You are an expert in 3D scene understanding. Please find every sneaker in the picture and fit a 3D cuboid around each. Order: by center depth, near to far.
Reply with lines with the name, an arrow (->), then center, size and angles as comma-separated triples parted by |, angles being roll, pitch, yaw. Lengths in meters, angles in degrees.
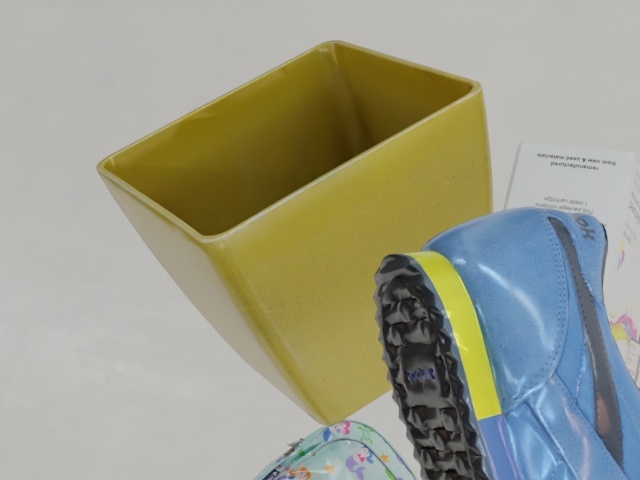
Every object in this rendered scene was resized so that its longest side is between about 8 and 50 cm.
sneaker -> 0.079, 0.093, 0.402 | 0.082, 0.069, 0.209 | -13, 92, -21

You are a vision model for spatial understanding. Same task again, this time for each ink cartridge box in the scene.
ink cartridge box -> 0.234, 0.075, 1.256 | 0.117, 0.201, 0.278 | 8, 74, 27

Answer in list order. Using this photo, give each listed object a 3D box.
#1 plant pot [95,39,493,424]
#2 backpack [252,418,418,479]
plant pot -> 0.000, 0.000, 0.940 | 0.212, 0.187, 0.212 | -30, 29, -18
backpack -> 0.020, 0.375, 1.842 | 0.253, 0.191, 0.225 | -34, 82, -37
